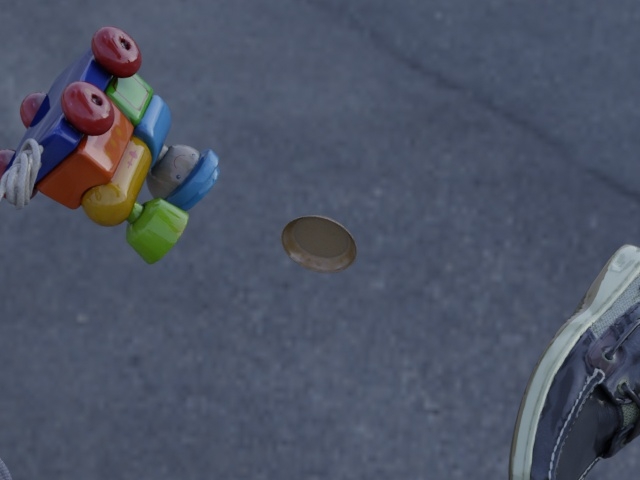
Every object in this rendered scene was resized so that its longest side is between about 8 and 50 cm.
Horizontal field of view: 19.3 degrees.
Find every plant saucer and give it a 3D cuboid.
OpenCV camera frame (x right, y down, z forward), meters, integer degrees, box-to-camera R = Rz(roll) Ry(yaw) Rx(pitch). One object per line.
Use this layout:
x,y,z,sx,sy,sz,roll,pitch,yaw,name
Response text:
0.000,0.000,1.987,0.083,0.083,0.015,9,46,11,plant saucer

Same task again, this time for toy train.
-0.155,-0.035,1.338,0.143,0.105,0.248,42,29,-17,toy train

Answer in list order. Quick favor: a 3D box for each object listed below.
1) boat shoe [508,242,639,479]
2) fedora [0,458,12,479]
0.180,0.083,1.140,0.073,0.080,0.223,12,40,23,boat shoe
-0.257,0.284,1.325,0.124,0.244,0.275,19,65,27,fedora
